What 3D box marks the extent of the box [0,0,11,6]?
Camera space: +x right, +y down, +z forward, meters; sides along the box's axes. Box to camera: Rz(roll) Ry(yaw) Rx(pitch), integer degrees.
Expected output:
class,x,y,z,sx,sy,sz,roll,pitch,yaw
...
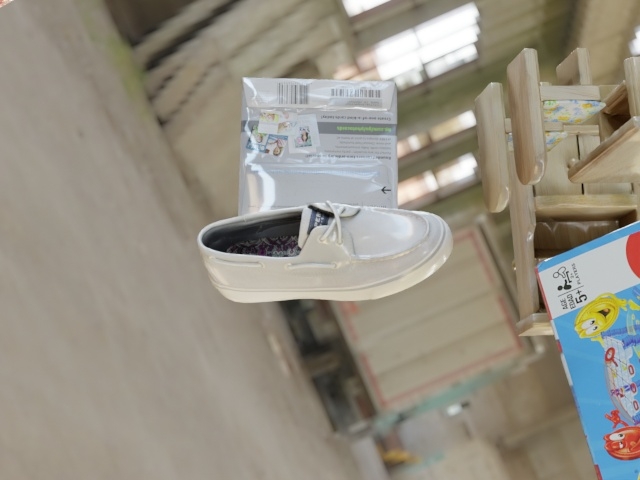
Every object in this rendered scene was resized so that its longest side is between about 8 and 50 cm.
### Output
class,x,y,z,sx,sy,sz,roll,pitch,yaw
box,-0.366,-0.286,1.311,0.300,0.142,0.154,63,6,16

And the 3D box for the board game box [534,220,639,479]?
class,x,y,z,sx,sy,sz,roll,pitch,yaw
board game box,0.258,0.181,1.112,0.308,0.086,0.302,42,30,-56

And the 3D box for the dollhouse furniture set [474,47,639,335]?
class,x,y,z,sx,sy,sz,roll,pitch,yaw
dollhouse furniture set,0.225,-0.031,1.317,0.242,0.212,0.161,130,-43,-72

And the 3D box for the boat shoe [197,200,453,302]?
class,x,y,z,sx,sy,sz,roll,pitch,yaw
boat shoe,0.000,0.000,1.271,0.063,0.184,0.066,59,36,-49

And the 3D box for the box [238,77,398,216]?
class,x,y,z,sx,sy,sz,roll,pitch,yaw
box,-0.002,-0.058,1.618,0.038,0.145,0.186,94,-3,-64

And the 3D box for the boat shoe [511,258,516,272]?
class,x,y,z,sx,sy,sz,roll,pitch,yaw
boat shoe,0.251,-0.018,1.620,0.104,0.110,0.307,35,-35,8
